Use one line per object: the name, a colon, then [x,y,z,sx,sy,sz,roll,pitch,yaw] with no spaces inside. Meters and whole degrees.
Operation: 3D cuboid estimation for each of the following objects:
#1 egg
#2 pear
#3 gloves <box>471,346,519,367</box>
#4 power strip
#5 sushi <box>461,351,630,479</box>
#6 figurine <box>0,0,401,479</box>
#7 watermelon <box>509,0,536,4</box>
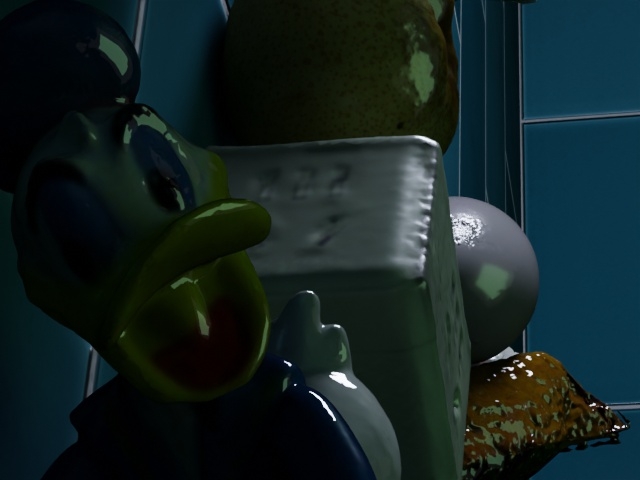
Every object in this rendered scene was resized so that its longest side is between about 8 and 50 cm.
egg: [0.113,0.036,1.667,0.198,0.146,0.146,-14,101,-72]
pear: [0.015,-0.103,1.169,0.167,0.136,0.167,-9,90,-79]
gloves: [0.153,0.155,1.936,0.219,0.140,0.131,61,4,-38]
power strip: [0.007,0.072,1.050,0.140,0.139,0.224,-82,164,-53]
sushi: [0.122,0.184,1.644,0.287,0.149,0.140,-9,67,-45]
figurine: [-0.065,0.081,0.710,0.283,0.204,0.338,-56,130,-63]
watermelon: [0.125,-0.353,1.863,0.302,0.151,0.264,-42,128,-78]
